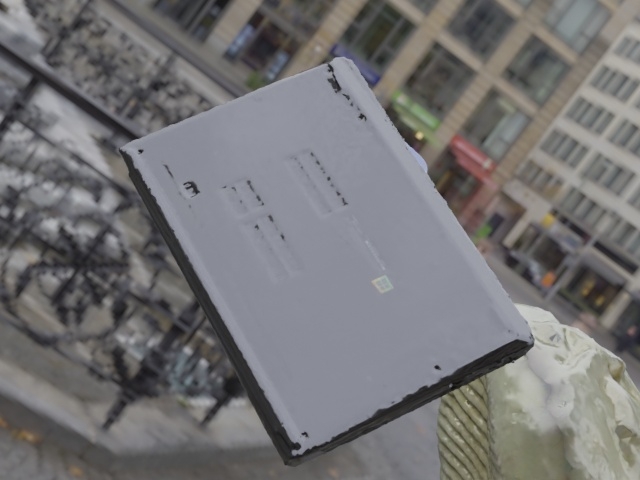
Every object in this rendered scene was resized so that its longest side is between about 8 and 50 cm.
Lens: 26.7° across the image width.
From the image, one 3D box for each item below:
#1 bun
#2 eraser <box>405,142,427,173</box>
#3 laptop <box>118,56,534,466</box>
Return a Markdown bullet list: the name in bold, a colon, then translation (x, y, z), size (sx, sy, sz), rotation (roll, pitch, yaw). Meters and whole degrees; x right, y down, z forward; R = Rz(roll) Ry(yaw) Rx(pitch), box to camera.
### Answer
- **bun**: translation (0.160, 0.151, 0.932), size (0.133, 0.231, 0.231), rotation (1, 10, -5)
- **eraser**: translation (0.009, -0.012, 1.323), size (0.082, 0.225, 0.036), rotation (40, 6, -20)
- **laptop**: translation (0.000, 0.000, 0.650), size (0.197, 0.135, 0.016), rotation (58, -15, 27)
